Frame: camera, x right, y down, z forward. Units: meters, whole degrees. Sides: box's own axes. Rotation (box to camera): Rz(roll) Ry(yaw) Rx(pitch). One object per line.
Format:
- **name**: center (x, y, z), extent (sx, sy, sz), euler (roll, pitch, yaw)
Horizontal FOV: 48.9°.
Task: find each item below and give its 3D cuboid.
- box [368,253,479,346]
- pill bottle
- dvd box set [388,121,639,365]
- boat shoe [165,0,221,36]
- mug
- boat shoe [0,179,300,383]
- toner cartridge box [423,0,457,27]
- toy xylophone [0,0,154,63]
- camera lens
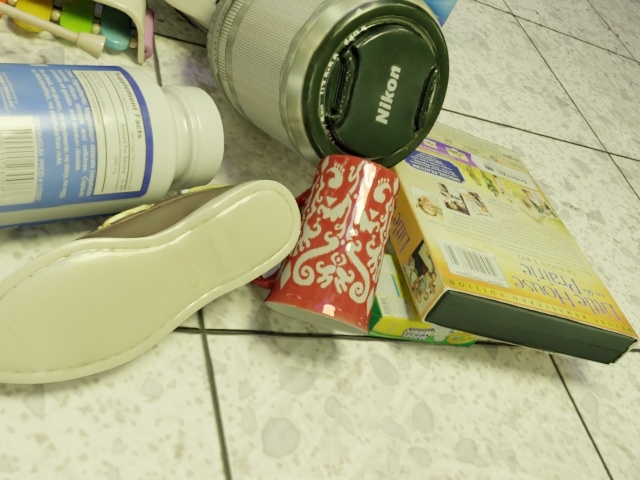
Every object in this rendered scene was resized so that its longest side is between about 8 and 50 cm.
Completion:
- **box**: center (0.129, 0.074, 0.873), extent (0.179, 0.043, 0.105), euler (9, 46, -26)
- **pill bottle**: center (-0.238, -0.096, 0.690), extent (0.272, 0.152, 0.152), euler (-11, 59, -42)
- **dvd box set**: center (0.220, -0.028, 0.977), extent (0.308, 0.062, 0.420), euler (14, 36, -24)
- **boat shoe**: center (-0.105, -0.334, 1.047), extent (0.341, 0.127, 0.158), euler (34, 13, -28)
- **mug**: center (0.002, -0.001, 0.748), extent (0.150, 0.113, 0.169), euler (17, 78, 4)
- **boat shoe**: center (-0.171, 0.027, 0.657), extent (0.324, 0.097, 0.116), euler (-29, 111, -31)
- **toner cartridge box**: center (0.211, -0.536, 1.498), extent (0.165, 0.075, 0.348), euler (34, 40, -4)
- **toy xylophone**: center (-0.358, -0.310, 0.868), extent (0.323, 0.081, 0.236), euler (20, 42, -19)
- **camera lens**: center (0.004, -0.215, 0.865), extent (0.219, 0.219, 0.274), euler (0, 25, -35)
